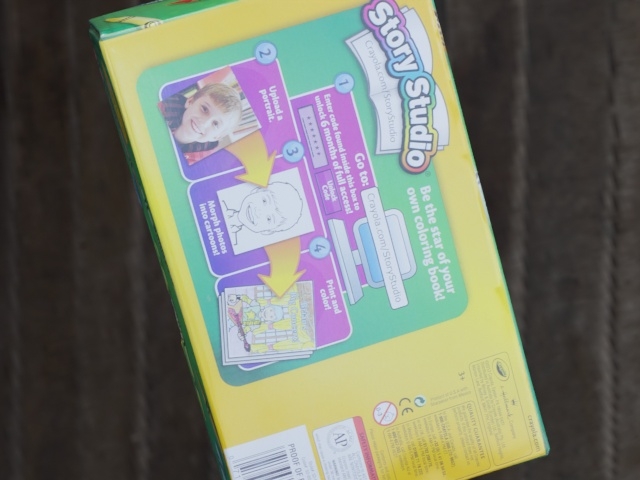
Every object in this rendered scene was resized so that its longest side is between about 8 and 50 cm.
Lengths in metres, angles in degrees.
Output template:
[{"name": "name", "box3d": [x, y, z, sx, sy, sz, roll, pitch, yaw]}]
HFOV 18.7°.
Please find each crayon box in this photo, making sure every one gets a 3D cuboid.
[{"name": "crayon box", "box3d": [0.000, 0.000, 0.998, 0.165, 0.081, 0.278, -17, 103, -7]}]
